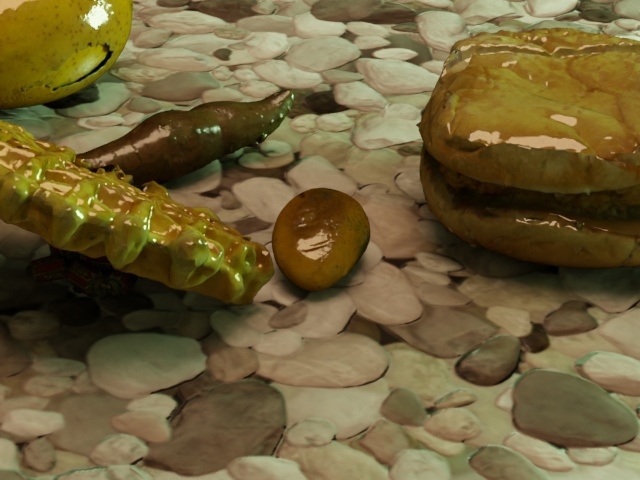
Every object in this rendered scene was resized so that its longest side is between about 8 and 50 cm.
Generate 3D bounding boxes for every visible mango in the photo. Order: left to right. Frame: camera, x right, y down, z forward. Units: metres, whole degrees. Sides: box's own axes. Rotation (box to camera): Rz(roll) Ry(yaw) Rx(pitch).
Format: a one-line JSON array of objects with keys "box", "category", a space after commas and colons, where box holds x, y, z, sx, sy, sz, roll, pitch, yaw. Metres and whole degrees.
[{"box": [-0.304, -0.211, 1.524, 0.290, 0.160, 0.191, -26, 48, -33], "category": "mango"}, {"box": [0.000, 0.000, 1.270, 0.079, 0.057, 0.114, 8, 38, 3], "category": "mango"}]

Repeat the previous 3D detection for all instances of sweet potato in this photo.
[{"box": [-0.142, -0.082, 1.398, 0.274, 0.067, 0.067, -21, 36, -26], "category": "sweet potato"}]

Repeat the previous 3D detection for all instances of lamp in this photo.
[{"box": [-0.185, 0.022, 1.244, 0.083, 0.031, 0.063, 12, 32, 10], "category": "lamp"}]

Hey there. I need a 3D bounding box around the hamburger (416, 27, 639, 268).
[{"box": [0.214, -0.081, 1.340, 0.260, 0.144, 0.283, 6, 34, 16], "category": "hamburger"}]

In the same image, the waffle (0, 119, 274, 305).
[{"box": [-0.181, -0.028, 1.194, 0.309, 0.065, 0.283, 31, 7, 42], "category": "waffle"}]
